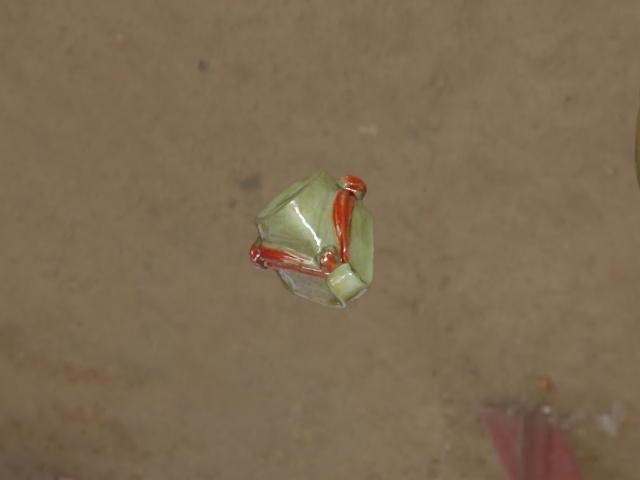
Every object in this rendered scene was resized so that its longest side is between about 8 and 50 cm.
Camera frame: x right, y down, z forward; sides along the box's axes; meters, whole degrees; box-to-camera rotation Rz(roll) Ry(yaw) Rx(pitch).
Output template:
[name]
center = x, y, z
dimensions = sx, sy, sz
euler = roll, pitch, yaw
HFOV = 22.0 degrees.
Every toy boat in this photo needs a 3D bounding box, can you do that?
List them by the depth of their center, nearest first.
[toy boat]
center = -0.001, -0.001, 1.050
dimensions = 0.089, 0.185, 0.071
euler = -36, 96, 2

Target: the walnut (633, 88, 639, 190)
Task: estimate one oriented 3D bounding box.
[walnut]
center = 0.257, -0.010, 0.695
dimensions = 0.283, 0.283, 0.227
euler = 19, 123, -10
